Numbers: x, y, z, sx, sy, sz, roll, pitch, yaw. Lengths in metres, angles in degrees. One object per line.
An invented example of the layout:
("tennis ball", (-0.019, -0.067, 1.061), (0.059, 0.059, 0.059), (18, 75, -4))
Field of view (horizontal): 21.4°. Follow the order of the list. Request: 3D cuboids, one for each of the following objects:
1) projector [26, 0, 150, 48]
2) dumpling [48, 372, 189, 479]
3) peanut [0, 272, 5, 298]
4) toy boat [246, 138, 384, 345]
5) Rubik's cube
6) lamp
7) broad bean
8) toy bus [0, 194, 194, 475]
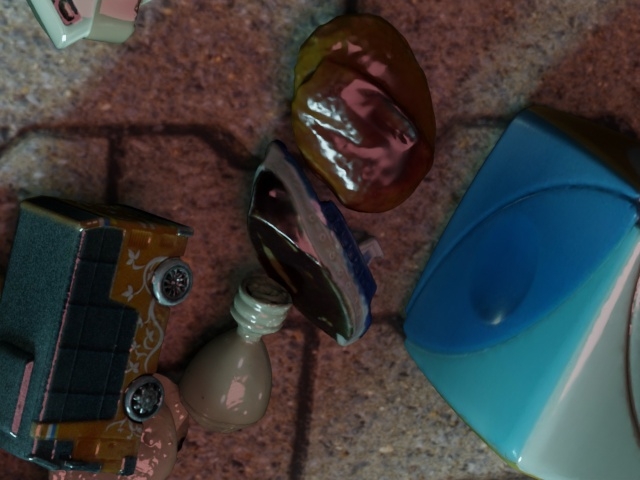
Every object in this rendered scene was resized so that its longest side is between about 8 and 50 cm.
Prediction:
("projector", (-0.226, -0.311, 1.621), (0.177, 0.163, 0.242), (-28, 116, -6))
("dumpling", (-0.232, 0.222, 1.909), (0.176, 0.092, 0.150), (-24, 101, -1))
("peanut", (-0.391, 0.050, 1.775), (0.187, 0.082, 0.082), (16, 107, -29))
("toy boat", (0.000, 0.000, 1.894), (0.115, 0.114, 0.262), (-57, 130, -30))
("Rubik's cube", (0.343, 0.084, 1.919), (0.347, 0.352, 0.351), (19, 103, -27))
("lamp", (-0.091, 0.131, 1.905), (0.106, 0.106, 0.193), (10, 117, -25))
("broad bean", (0.044, -0.139, 1.831), (0.156, 0.122, 0.228), (-19, 117, 1))
("toy bus", (-0.250, 0.100, 1.769), (0.167, 0.138, 0.275), (8, 97, -43))
